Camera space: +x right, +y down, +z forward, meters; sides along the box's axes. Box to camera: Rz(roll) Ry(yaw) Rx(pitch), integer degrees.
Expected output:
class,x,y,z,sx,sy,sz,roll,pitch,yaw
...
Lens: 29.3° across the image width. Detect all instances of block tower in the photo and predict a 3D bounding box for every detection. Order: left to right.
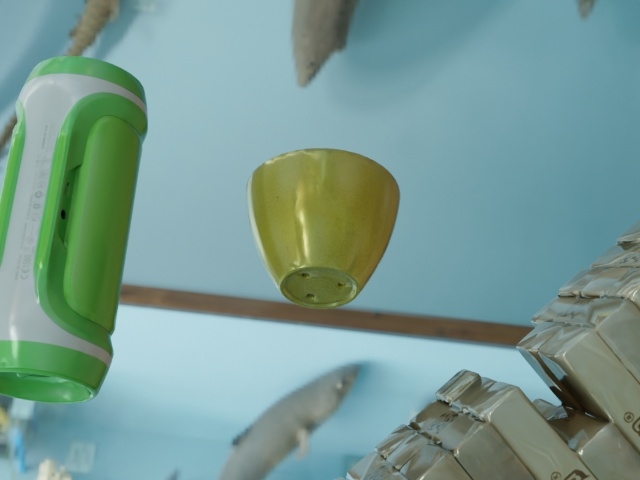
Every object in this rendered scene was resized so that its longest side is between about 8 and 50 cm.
class,x,y,z,sx,sy,sz,roll,pitch,yaw
block tower,0.105,0.074,0.469,0.335,0.091,0.097,-40,2,-6

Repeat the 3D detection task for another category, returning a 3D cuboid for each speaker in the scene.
class,x,y,z,sx,sy,sz,roll,pitch,yaw
speaker,-0.231,-0.011,1.098,0.131,0.131,0.297,101,174,-68

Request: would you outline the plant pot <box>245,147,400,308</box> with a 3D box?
class,x,y,z,sx,sy,sz,roll,pitch,yaw
plant pot,0.000,0.000,1.030,0.134,0.134,0.095,99,175,-55
